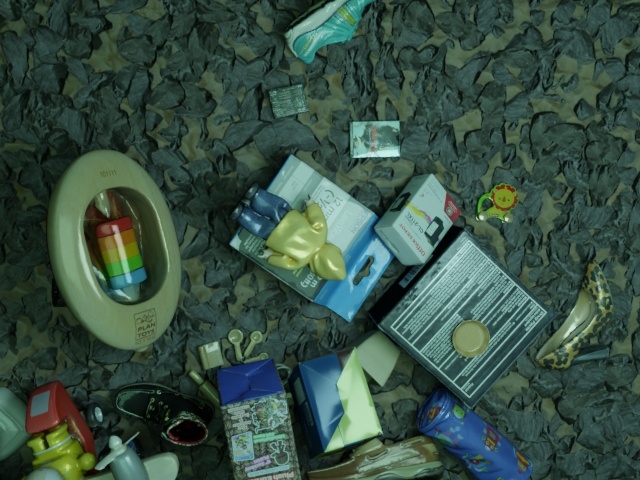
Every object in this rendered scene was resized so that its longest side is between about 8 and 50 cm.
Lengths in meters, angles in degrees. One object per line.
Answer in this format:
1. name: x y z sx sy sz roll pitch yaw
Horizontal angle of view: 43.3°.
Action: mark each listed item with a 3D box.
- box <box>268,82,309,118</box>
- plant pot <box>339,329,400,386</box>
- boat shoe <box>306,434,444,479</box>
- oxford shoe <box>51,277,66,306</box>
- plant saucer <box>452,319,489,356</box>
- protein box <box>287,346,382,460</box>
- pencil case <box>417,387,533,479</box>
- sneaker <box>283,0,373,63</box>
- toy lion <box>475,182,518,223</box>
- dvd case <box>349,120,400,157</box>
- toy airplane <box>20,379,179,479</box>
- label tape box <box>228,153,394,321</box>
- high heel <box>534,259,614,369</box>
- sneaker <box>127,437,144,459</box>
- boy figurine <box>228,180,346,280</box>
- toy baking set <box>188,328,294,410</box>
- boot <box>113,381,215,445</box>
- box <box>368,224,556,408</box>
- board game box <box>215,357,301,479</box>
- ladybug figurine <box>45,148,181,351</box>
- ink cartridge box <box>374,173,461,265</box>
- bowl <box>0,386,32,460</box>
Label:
1. box: -0.074 -0.324 1.877 0.083 0.018 0.067 -15 95 -4
2. plant pot: 0.123 0.269 1.897 0.109 0.109 0.096 45 77 -6
3. boat shoe: 0.126 0.529 1.917 0.323 0.122 0.120 -6 64 -7
4. oxford shoe: -0.552 0.039 1.838 0.096 0.082 0.227 5 90 -31
5. plant saucer: 0.329 0.214 1.772 0.083 0.015 0.083 -1 95 -6
6. protein box: 0.027 0.369 1.805 0.136 0.201 0.200 -13 73 -14
7. pencil case: 0.362 0.484 1.918 0.306 0.133 0.119 41 46 -11
8. sneaker: 0.046 -0.512 1.851 0.275 0.107 0.110 -34 116 2
9. toy lion: 0.425 -0.091 1.937 0.100 0.034 0.096 3 87 -5
10. dvd case: 0.128 -0.239 1.905 0.119 0.013 0.087 -1 94 -5
11. toy airplane: -0.542 0.542 1.715 0.384 0.272 0.386 27 86 12
12. label tape box: 0.000 0.000 1.860 0.347 0.115 0.249 35 90 -5
13. high heel: 0.600 0.184 1.935 0.186 0.093 0.261 -9 104 -11
14. sneaker: -0.476 0.562 1.871 0.087 0.083 0.221 20 88 2
15. boy figurine: -0.054 -0.016 1.753 0.285 0.092 0.177 34 91 -7
16. toy baking set: -0.179 0.326 1.905 0.196 0.030 0.256 -39 96 -2
17. boot: -0.356 0.389 1.818 0.236 0.178 0.085 13 93 -7
18. box: 0.319 0.169 1.865 0.294 0.183 0.296 42 91 -6
19. board game box: -0.135 0.445 1.797 0.141 0.232 0.291 -11 102 -8
20. ladybug figurine: -0.460 0.029 1.761 0.305 0.161 0.450 -16 98 -46
21. ink cartridge box: 0.225 -0.046 1.853 0.127 0.072 0.175 49 63 -21
22. bowl: -0.737 0.426 1.849 0.142 0.053 0.142 -43 97 -2
